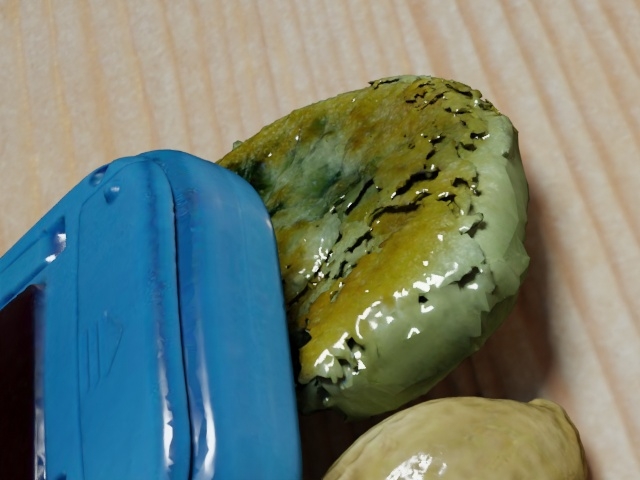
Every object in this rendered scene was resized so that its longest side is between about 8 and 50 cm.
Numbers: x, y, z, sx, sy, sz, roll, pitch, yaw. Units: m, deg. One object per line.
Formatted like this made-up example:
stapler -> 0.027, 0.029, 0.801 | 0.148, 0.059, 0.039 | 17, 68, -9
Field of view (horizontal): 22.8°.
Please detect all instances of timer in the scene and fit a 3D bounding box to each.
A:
timer -> -0.143, 0.123, 0.982 | 0.309, 0.115, 0.340 | -40, 43, 35

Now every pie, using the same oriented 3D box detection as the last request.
pie -> 0.000, 0.000, 1.094 | 0.371, 0.078, 0.296 | 2, 48, 48

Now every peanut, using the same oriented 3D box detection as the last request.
peanut -> 0.054, 0.181, 0.944 | 0.253, 0.137, 0.122 | -47, 13, -12
